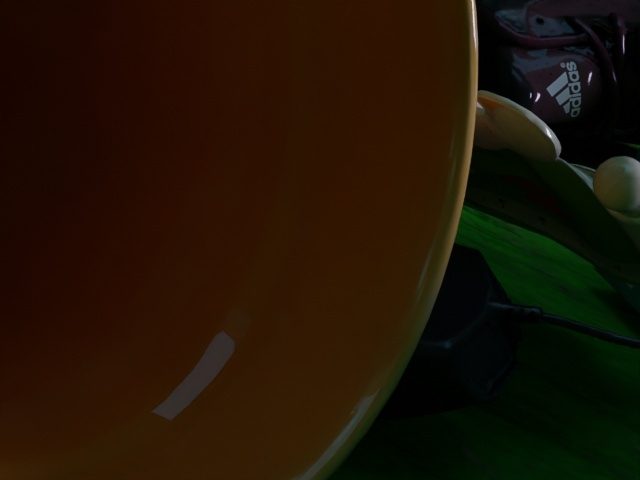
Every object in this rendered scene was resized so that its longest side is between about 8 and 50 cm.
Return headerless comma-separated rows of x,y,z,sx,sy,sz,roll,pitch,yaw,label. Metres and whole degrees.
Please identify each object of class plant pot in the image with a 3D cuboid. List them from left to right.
-0.093,-0.038,0.473,0.188,0.205,0.205,12,13,36,plant pot

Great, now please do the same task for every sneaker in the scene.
0.166,-0.063,0.888,0.281,0.106,0.162,18,21,39,sneaker

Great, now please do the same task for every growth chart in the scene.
0.030,-0.032,0.643,0.237,0.021,0.172,23,-8,34,growth chart

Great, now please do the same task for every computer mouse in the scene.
0.067,0.034,0.544,0.242,0.041,0.071,7,32,11,computer mouse

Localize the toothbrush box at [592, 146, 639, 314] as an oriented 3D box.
0.262,0.033,0.634,0.216,0.126,0.295,9,20,-23,toothbrush box
